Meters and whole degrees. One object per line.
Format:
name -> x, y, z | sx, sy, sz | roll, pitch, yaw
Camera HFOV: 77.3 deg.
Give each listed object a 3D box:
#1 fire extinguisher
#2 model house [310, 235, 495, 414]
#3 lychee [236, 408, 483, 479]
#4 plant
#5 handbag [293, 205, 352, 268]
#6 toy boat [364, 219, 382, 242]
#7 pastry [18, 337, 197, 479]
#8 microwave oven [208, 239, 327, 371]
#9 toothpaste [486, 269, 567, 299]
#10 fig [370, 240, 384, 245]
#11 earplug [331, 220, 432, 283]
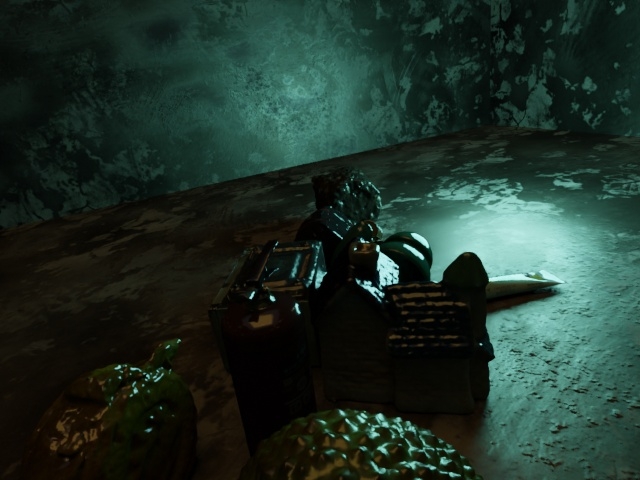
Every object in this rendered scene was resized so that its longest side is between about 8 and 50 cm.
fire extinguisher -> -0.068, 0.178, 0.580 | 0.114, 0.337, 0.135 | 0, 23, 17
model house -> 0.142, 0.125, 0.720 | 0.298, 0.284, 0.243 | -4, 28, 13
lychee -> 0.024, 0.296, 0.377 | 0.320, 0.270, 0.270 | 24, 11, -23
plant -> 0.081, -0.164, 1.520 | 0.213, 0.215, 0.312 | -17, 20, -9
handbag -> 0.000, 0.000, 1.217 | 0.169, 0.155, 0.215 | -46, 10, 21
toy boat -> 0.145, -0.011, 1.200 | 0.088, 0.068, 0.226 | -44, -16, 8
pastry -> -0.286, 0.283, 0.555 | 0.132, 0.235, 0.240 | -7, 7, 14
microwave oven -> -0.098, 0.129, 0.922 | 0.238, 0.181, 0.295 | -7, 22, 8
toothpaste -> 0.412, 0.111, 0.943 | 0.314, 0.056, 0.058 | -9, 62, -8
fig -> 0.171, 0.054, 1.114 | 0.109, 0.103, 0.155 | -13, -8, 23
earplug -> 0.152, 0.045, 0.935 | 0.164, 0.257, 0.280 | -21, 15, 47
